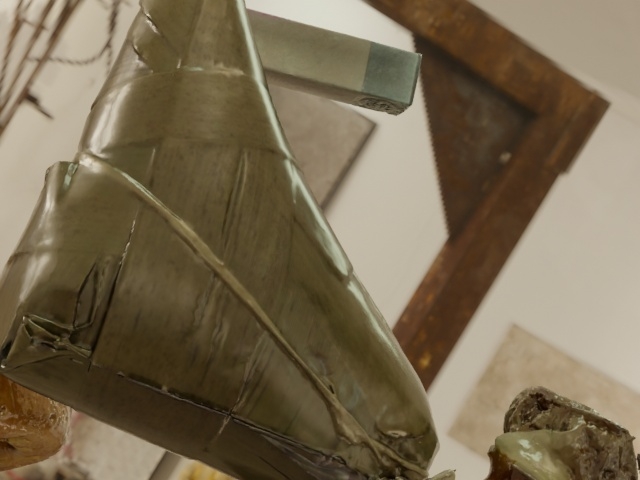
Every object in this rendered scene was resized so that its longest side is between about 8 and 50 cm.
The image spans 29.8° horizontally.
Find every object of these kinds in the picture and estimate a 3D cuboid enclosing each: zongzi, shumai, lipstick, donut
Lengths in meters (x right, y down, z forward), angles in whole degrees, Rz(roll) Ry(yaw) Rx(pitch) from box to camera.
[{"bbox_3d":[0.005,0.001,1.096,0.500,0.466,0.218,28,0,-14],"label":"zongzi"},{"bbox_3d":[0.206,0.207,1.075,0.146,0.145,0.116,31,17,28],"label":"shumai"},{"bbox_3d":[-0.046,-0.216,1.387,0.318,0.068,0.066,13,-7,-10],"label":"lipstick"},{"bbox_3d":[-0.376,0.179,1.289,0.227,0.113,0.226,-7,-24,-3],"label":"donut"}]
